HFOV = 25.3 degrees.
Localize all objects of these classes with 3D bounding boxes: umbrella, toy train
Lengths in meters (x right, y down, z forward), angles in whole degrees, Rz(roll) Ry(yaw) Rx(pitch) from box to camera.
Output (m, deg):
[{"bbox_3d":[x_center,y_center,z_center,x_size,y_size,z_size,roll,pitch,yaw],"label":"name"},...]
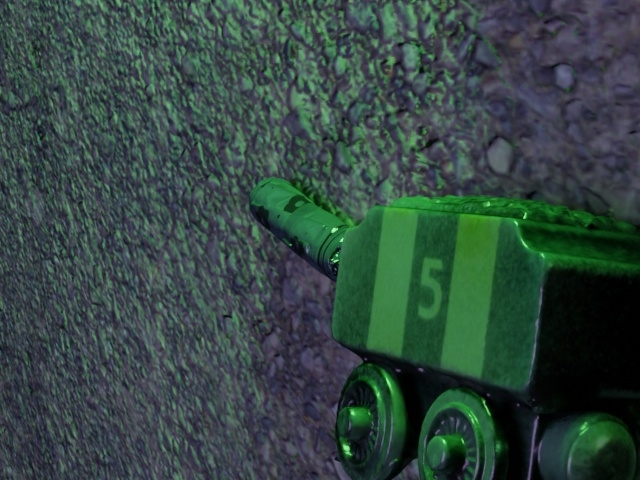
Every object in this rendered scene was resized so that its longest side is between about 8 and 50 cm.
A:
[{"bbox_3d":[0.002,-0.001,1.342,0.053,0.052,0.250,-55,35,0],"label":"umbrella"},{"bbox_3d":[0.126,0.088,1.031,0.299,0.166,0.238,10,93,59],"label":"toy train"}]
